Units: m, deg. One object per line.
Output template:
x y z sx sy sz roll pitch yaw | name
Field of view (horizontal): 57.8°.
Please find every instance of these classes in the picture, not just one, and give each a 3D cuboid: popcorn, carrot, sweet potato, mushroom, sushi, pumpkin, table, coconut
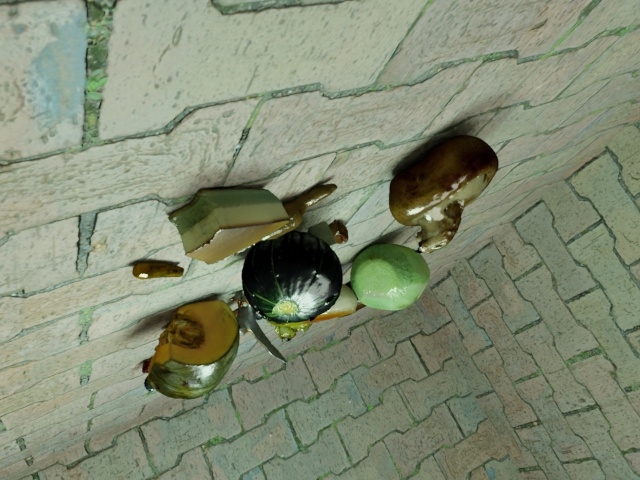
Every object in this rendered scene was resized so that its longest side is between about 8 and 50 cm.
-0.128 0.355 2.580 0.195 0.174 0.168 -34 -172 -16 | popcorn
-0.395 0.076 1.428 0.042 0.042 0.170 -34 163 17 | carrot
-0.073 -0.069 1.479 0.269 0.075 0.075 -35 166 -13 | sweet potato
0.370 -0.133 1.680 0.345 0.260 0.345 -26 165 -8 | mushroom
0.059 -0.028 1.861 0.052 0.055 0.120 -22 156 17 | sushi
-0.078 0.081 1.666 0.295 0.296 0.296 -26 164 -8 | pumpkin
-0.398 0.351 1.865 0.256 0.303 0.225 19 137 -15 | pumpkin
0.000 0.000 1.795 0.062 0.079 0.083 -21 164 -18 | table
0.285 0.147 2.366 0.328 0.281 0.328 -20 165 -6 | coconut

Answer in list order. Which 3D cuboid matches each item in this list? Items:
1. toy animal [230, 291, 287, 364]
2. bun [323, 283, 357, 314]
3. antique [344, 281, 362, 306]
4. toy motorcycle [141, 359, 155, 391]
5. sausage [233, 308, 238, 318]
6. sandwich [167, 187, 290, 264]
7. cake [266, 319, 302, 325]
-0.243 0.283 2.093 0.225 0.284 0.302 -6 129 5 | toy animal
-0.005 0.239 2.364 0.298 0.165 0.299 -13 167 -3 | bun
0.175 0.267 2.827 0.223 0.129 0.278 -10 156 -50 | antique
-0.602 0.484 2.249 0.213 0.122 0.082 -33 -167 -33 | toy motorcycle
-0.364 0.315 2.223 0.186 0.043 0.043 -33 164 16 | sausage
-0.196 -0.047 1.259 0.220 0.108 0.186 -28 165 4 | sandwich
-0.087 0.200 2.082 0.260 0.179 0.156 -32 165 13 | cake
